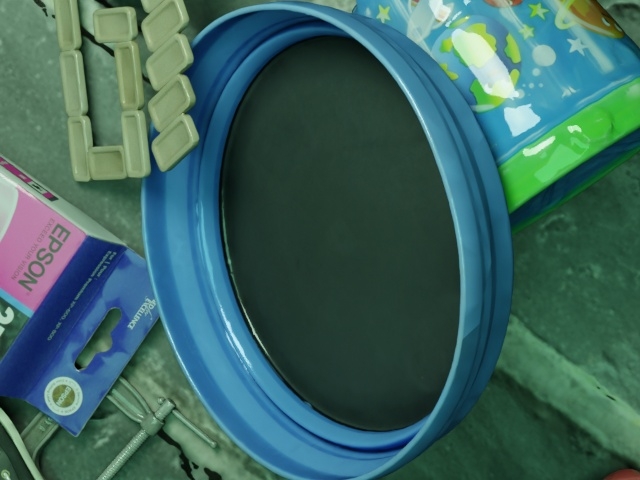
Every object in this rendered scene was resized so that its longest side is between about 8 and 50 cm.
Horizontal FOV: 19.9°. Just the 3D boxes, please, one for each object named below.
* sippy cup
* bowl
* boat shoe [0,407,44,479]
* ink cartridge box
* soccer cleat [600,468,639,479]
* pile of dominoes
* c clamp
[{"bbox_3d":[0.145,-0.137,1.485,0.305,0.240,0.224,-32,81,-15],"label":"sippy cup"},{"bbox_3d":[0.000,0.000,1.470,0.391,0.077,0.391,15,110,46],"label":"bowl"},{"bbox_3d":[-0.309,0.209,1.630,0.084,0.079,0.233,-34,91,34],"label":"boat shoe"},{"bbox_3d":[-0.325,0.004,1.617,0.371,0.069,0.176,35,99,1],"label":"ink cartridge box"},{"bbox_3d":[0.206,0.299,1.584,0.083,0.095,0.248,43,99,0],"label":"soccer cleat"},{"bbox_3d":[-0.157,-0.177,1.551,0.196,0.040,0.251,2,100,50],"label":"pile of dominoes"},{"bbox_3d":[-0.197,0.188,1.650,0.161,0.022,0.137,-43,90,10],"label":"c clamp"}]
